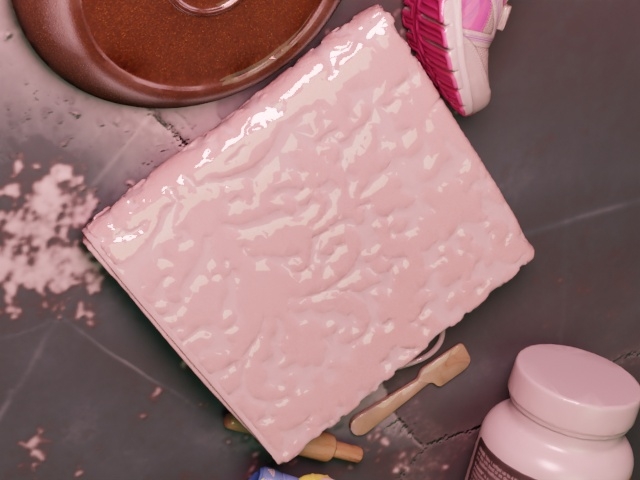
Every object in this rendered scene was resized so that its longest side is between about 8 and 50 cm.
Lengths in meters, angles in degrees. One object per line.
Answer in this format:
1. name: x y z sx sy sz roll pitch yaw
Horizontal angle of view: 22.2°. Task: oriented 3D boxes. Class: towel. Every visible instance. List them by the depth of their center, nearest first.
1. towel: 0.000 0.000 1.491 0.332 0.053 0.317 -39 121 -4

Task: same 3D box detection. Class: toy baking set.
1. toy baking set: 0.028 0.133 1.599 0.256 0.030 0.197 25 104 -32

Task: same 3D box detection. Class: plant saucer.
1. plant saucer: -0.093 -0.228 1.307 0.311 0.050 0.310 -17 133 -19

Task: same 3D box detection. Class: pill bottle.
1. pill bottle: 0.228 0.258 1.678 0.162 0.162 0.278 3 115 -26

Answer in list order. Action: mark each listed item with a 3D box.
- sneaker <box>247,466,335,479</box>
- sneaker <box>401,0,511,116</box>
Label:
1. sneaker: -0.075 0.320 1.633 0.126 0.091 0.240 27 104 -14
2. sneaker: 0.136 -0.228 1.415 0.111 0.103 0.252 -15 122 -15
